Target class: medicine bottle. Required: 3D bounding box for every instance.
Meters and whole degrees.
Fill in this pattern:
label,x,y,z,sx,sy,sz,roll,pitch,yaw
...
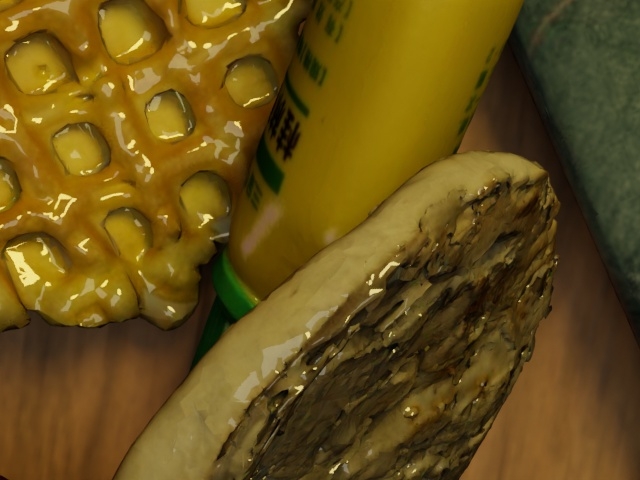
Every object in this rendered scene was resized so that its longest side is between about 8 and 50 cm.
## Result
label,x,y,z,sx,sy,sz,roll,pitch,yaw
medicine bottle,0.000,0.000,0.661,0.076,0.111,0.309,20,115,-3

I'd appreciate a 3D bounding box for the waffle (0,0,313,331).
label,x,y,z,sx,sy,sz,roll,pitch,yaw
waffle,-0.132,-0.107,0.662,0.329,0.062,0.329,-3,101,-17

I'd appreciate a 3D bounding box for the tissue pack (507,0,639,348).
label,x,y,z,sx,sy,sz,roll,pitch,yaw
tissue pack,0.202,-0.077,0.654,0.228,0.103,0.316,-20,98,26

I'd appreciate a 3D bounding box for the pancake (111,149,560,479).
label,x,y,z,sx,sy,sz,roll,pitch,yaw
pancake,0.008,0.083,0.634,0.049,0.282,0.282,38,96,27

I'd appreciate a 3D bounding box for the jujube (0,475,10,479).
label,x,y,z,sx,sy,sz,roll,pitch,yaw
jujube,-0.167,0.211,0.674,0.190,0.190,0.255,-13,109,0
